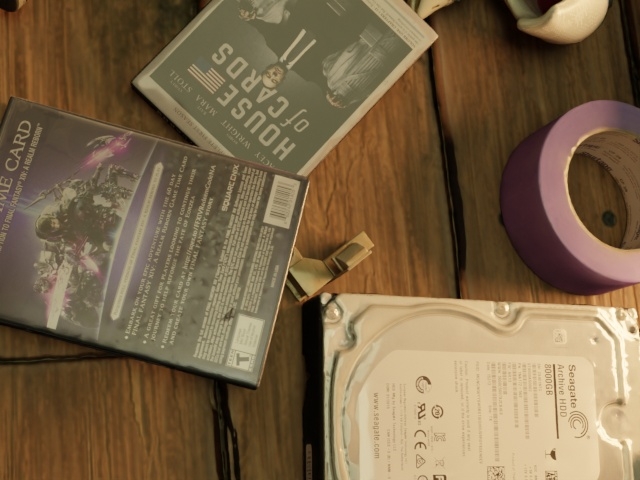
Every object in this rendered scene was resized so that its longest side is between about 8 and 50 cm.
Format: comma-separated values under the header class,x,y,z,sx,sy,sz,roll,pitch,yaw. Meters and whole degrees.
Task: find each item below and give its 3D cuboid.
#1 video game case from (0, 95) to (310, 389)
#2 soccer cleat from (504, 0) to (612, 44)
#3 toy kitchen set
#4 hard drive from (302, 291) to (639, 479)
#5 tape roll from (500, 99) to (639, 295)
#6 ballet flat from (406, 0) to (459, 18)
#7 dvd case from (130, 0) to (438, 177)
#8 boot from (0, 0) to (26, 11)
class,x,y,z,sx,sy,sz,roll,pitch,yaw
video game case,-0.163,0.001,0.875,0.274,0.026,0.196,15,72,-4
soccer cleat,0.208,-0.363,1.052,0.143,0.116,0.331,-15,83,-49
toy kitchen set,0.000,0.000,0.932,0.083,0.068,0.075,-37,91,-24
hard drive,0.151,0.173,0.948,0.338,0.064,0.237,5,76,-19
tape roll,0.286,-0.042,1.038,0.189,0.080,0.189,4,77,-18
ballet flat,0.081,-0.258,1.035,0.188,0.070,0.070,5,75,-16
dvd case,-0.032,-0.169,0.953,0.179,0.029,0.239,43,82,-5
boot,-0.288,-0.340,0.906,0.178,0.085,0.236,-40,94,-26
